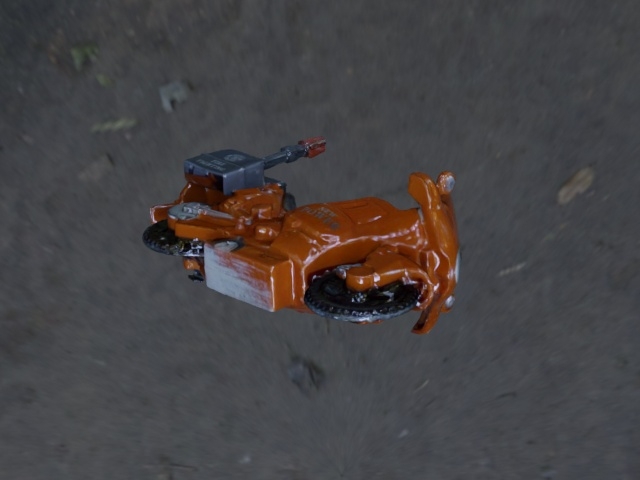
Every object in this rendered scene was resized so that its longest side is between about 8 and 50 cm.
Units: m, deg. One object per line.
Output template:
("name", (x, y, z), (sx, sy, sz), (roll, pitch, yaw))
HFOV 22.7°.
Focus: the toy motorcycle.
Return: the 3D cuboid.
("toy motorcycle", (0.000, 0.000, 1.413), (0.221, 0.326, 0.147), (-19, 117, -40))
